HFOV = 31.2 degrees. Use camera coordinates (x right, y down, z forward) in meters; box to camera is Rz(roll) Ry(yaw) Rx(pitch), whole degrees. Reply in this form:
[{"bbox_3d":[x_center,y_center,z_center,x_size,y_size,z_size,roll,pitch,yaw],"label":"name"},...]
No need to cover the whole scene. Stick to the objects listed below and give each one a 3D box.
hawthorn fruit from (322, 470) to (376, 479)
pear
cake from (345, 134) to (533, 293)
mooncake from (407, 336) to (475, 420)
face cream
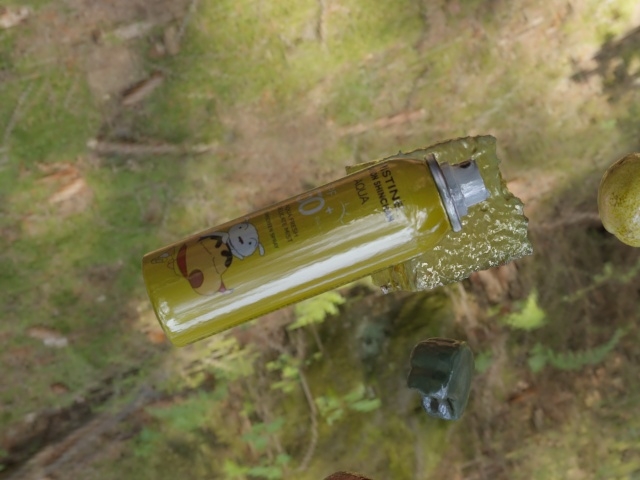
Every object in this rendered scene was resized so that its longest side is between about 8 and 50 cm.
[{"bbox_3d":[0.046,0.383,1.480,0.189,0.251,0.189,-21,131,-26],"label":"hawthorn fruit"},{"bbox_3d":[0.600,-0.074,2.138,0.178,0.178,0.178,-19,163,-6],"label":"pear"},{"bbox_3d":[0.175,-0.046,1.898,0.227,0.222,0.286,-15,-177,-18],"label":"cake"},{"bbox_3d":[0.229,0.267,2.186,0.104,0.175,0.168,4,-149,20],"label":"mooncake"},{"bbox_3d":[0.000,0.000,1.151,0.349,0.105,0.105,-21,163,4],"label":"face cream"}]
